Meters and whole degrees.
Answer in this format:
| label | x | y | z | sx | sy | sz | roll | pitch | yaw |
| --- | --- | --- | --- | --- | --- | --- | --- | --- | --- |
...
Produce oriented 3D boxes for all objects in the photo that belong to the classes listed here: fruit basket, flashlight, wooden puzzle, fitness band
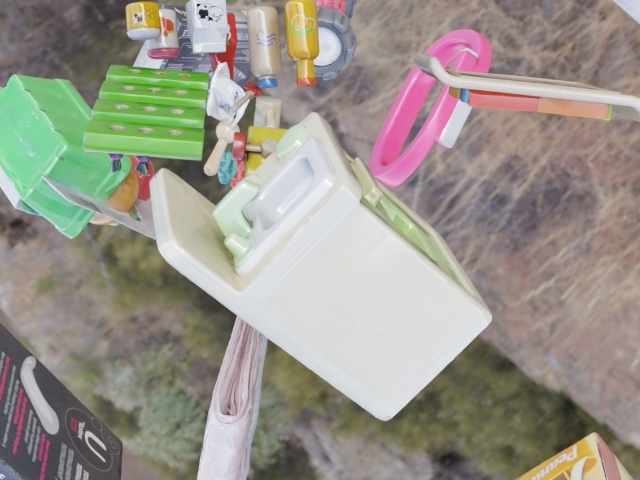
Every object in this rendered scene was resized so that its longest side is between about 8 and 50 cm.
| label | x | y | z | sx | sy | sz | roll | pitch | yaw |
| --- | --- | --- | --- | --- | --- | --- | --- | --- | --- |
| fruit basket | -0.352 | -0.098 | 1.838 | 0.327 | 0.165 | 0.353 | 48 | -173 | 32 |
| flashlight | 0.013 | -0.346 | 1.828 | 0.103 | 0.304 | 0.103 | -18 | 116 | 17 |
| wooden puzzle | 0.226 | -0.165 | 1.329 | 0.238 | 0.044 | 0.221 | 11 | -169 | -3 |
| fitness band | 0.172 | -0.215 | 1.915 | 0.054 | 0.291 | 0.209 | 32 | 165 | -20 |

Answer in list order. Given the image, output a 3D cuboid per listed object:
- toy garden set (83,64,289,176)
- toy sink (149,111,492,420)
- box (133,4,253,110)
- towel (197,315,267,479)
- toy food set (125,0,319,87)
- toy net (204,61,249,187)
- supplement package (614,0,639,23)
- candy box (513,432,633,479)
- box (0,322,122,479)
| label | x | y | z | sx | sy | sz | roll | pitch | yaw |
| --- | --- | --- | --- | --- | --- | --- | --- | --- | --- |
| toy garden set | -0.122 | -0.114 | 1.194 | 0.244 | 0.203 | 0.049 | -98 | 13 | -67 |
| toy sink | 0.000 | 0.000 | 0.925 | 0.234 | 0.131 | 0.153 | 39 | -168 | -24 |
| box | -0.202 | -0.303 | 2.004 | 0.056 | 0.231 | 0.183 | 50 | 125 | 26 |
| towel | -0.116 | 0.270 | 1.490 | 0.053 | 0.317 | 0.332 | 11 | 117 | 1 |
| toy food set | -0.122 | -0.232 | 1.446 | 0.111 | 0.232 | 0.105 | 178 | 88 | -69 |
| toy net | -0.100 | -0.103 | 1.447 | 0.045 | 0.122 | 0.232 | 11 | 113 | 18 |
| supplement package | 0.515 | -0.329 | 1.392 | 0.199 | 0.198 | 0.262 | 37 | 172 | -14 |
| candy box | 0.137 | 0.315 | 1.027 | 0.087 | 0.316 | 0.183 | 52 | -163 | -13 |
| box | -0.306 | 0.171 | 0.998 | 0.270 | 0.143 | 0.165 | 51 | -167 | -26 |
